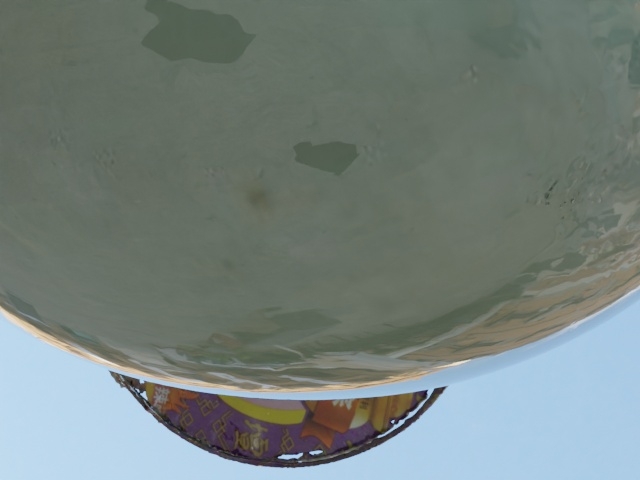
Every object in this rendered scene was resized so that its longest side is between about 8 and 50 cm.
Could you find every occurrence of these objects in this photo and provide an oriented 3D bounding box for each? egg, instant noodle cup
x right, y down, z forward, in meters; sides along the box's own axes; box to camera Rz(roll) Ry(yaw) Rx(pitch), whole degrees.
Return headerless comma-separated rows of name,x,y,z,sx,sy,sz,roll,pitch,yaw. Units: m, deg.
egg,-0.014,-0.074,0.665,0.389,0.276,0.276,0,-64,19
instant noodle cup,0.000,0.000,1.380,0.340,0.266,0.339,1,-86,16
